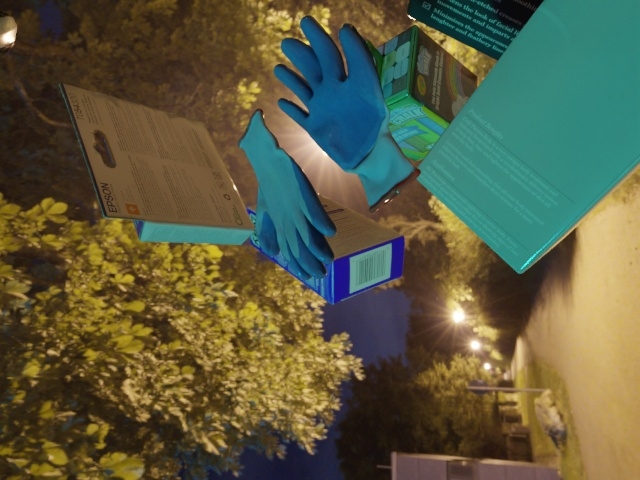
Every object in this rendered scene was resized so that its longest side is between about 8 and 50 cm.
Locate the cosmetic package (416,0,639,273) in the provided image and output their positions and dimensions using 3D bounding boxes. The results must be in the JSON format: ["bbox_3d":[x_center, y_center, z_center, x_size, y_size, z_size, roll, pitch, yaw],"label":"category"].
[{"bbox_3d":[0.196,-0.102,0.387,0.127,0.238,0.107,49,-147,18],"label":"cosmetic package"}]

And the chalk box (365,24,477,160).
[{"bbox_3d":[0.137,-0.241,0.839,0.213,0.132,0.132,22,-112,-34],"label":"chalk box"}]

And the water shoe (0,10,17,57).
[{"bbox_3d":[-0.264,-0.130,0.367,0.073,0.203,0.080,2,-71,-36],"label":"water shoe"}]

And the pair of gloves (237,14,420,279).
[{"bbox_3d":[-0.012,-0.062,0.404,0.023,0.198,0.159,-11,-114,-40],"label":"pair of gloves"}]

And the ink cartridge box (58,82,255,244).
[{"bbox_3d":[-0.323,-0.139,1.015,0.330,0.071,0.324,4,-129,-49],"label":"ink cartridge box"}]

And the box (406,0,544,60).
[{"bbox_3d":[0.308,-0.386,0.572,0.211,0.294,0.395,-62,-2,-12],"label":"box"}]

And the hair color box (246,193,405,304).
[{"bbox_3d":[0.000,0.000,1.127,0.185,0.339,0.110,-17,-59,-30],"label":"hair color box"}]
